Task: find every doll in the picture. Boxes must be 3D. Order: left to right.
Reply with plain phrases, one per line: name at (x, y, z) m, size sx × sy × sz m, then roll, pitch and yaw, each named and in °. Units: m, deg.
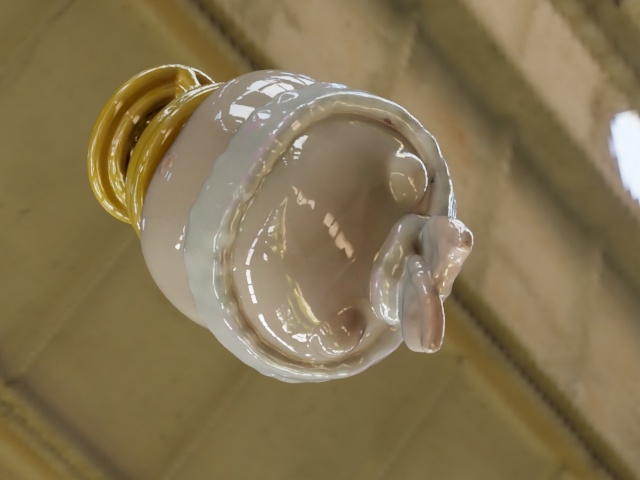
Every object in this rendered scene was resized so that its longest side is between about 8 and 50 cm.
doll at (0.000, 0.000, 0.501) m, size 0.073 × 0.127 × 0.084 m, roll -56°, pitch -43°, yaw -4°
